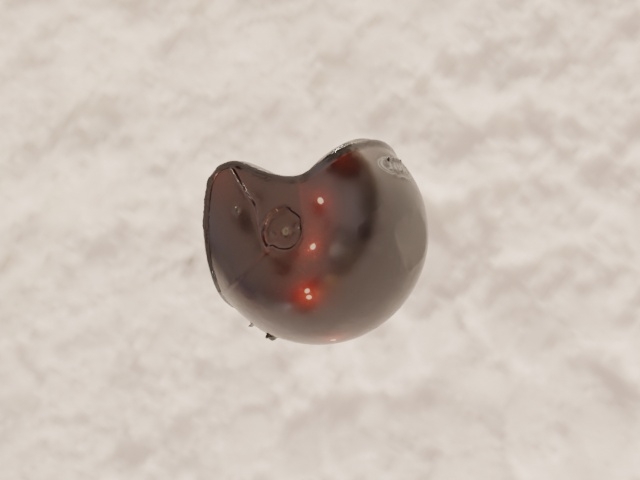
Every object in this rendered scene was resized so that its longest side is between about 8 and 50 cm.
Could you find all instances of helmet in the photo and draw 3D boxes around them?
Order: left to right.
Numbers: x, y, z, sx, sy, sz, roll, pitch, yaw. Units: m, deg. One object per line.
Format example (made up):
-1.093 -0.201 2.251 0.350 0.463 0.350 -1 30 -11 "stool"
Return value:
0.000 0.000 1.719 0.216 0.189 0.193 -46 65 19 "helmet"
